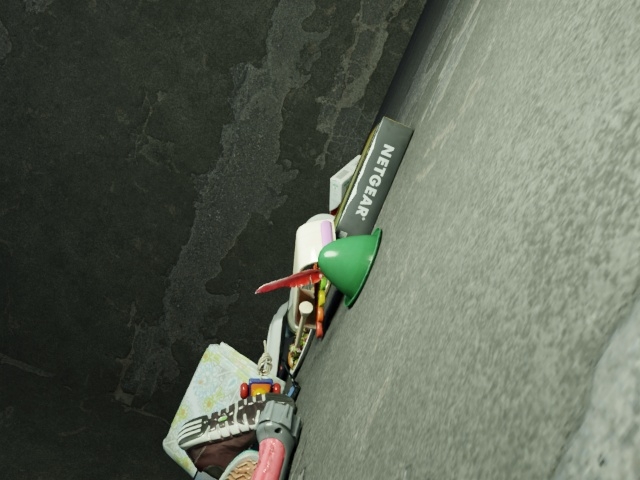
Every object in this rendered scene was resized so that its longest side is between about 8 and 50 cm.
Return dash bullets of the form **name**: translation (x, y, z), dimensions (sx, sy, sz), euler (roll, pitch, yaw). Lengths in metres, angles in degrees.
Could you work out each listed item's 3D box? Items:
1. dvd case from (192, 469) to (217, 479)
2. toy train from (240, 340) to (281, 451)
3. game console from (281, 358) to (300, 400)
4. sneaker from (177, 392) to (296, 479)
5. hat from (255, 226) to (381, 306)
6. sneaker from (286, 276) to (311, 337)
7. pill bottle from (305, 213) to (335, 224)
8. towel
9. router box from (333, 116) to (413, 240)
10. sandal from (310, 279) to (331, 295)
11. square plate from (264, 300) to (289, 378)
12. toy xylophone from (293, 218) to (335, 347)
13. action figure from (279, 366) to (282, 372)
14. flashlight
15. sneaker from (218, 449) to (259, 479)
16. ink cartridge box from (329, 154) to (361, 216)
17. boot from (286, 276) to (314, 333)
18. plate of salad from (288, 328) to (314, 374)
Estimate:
- **dvd case**: translation (-0.269, 0.670, 1.495), dimensions (0.022, 0.180, 0.253), euler (-13, -46, -49)
- **toy train**: translation (-0.150, 0.387, 1.417), dimensions (0.143, 0.105, 0.248), euler (-160, 72, -84)
- **game console**: translation (-0.092, 0.365, 1.432), dimensions (0.107, 0.071, 0.122), euler (-60, 1, -9)
- **sneaker**: translation (-0.174, 0.463, 1.314), dimensions (0.106, 0.281, 0.162), euler (-96, -12, -70)
- **hat**: translation (0.005, 0.025, 1.137), dimensions (0.208, 0.184, 0.173), euler (-72, 6, -66)
- **sneaker**: translation (-0.095, 0.266, 2.266), dimensions (0.151, 0.094, 0.256), euler (111, -179, -47)
- **pill bottle**: translation (0.000, 0.000, 1.980), dimensions (0.264, 0.146, 0.146), euler (126, 166, -79)
- **towel**: translation (-0.273, 0.514, 1.625), dimensions (0.090, 0.321, 0.374), euler (27, -93, -49)
- **router box**: translation (0.115, -0.132, 1.411), dimensions (0.243, 0.081, 0.308), euler (-148, 81, -87)
- **sandal**: translation (-0.018, 0.176, 1.756), dimensions (0.180, 0.049, 0.072), euler (-57, 4, 11)
- **square plate**: translation (-0.159, 0.399, 1.955), dimensions (0.344, 0.049, 0.347), euler (-79, -3, -87)
- **toy xylophone**: translation (-0.019, 0.113, 1.327), dimensions (0.322, 0.081, 0.236), euler (100, 169, -58)
- **action figure**: translation (-0.184, 0.556, 2.287), dimensions (0.115, 0.030, 0.038), euler (-63, 5, -32)
- **flashlight**: translation (-0.103, 0.402, 0.972), dimensions (0.304, 0.103, 0.103), euler (-73, 5, -62)
- **sneaker**: translation (-0.197, 0.586, 1.275), dimensions (0.121, 0.108, 0.302), euler (-99, 30, -78)
- **ink cartridge box**: translation (0.102, -0.169, 2.029), dimensions (0.181, 0.056, 0.224), euler (-44, -33, -36)
- **boot**: translation (-0.034, 0.185, 1.892), dimensions (0.161, 0.083, 0.246), euler (-58, 9, 40)
- **plate of salad**: translation (-0.061, 0.303, 1.669), dimensions (0.200, 0.048, 0.199), euler (-157, 90, -88)
